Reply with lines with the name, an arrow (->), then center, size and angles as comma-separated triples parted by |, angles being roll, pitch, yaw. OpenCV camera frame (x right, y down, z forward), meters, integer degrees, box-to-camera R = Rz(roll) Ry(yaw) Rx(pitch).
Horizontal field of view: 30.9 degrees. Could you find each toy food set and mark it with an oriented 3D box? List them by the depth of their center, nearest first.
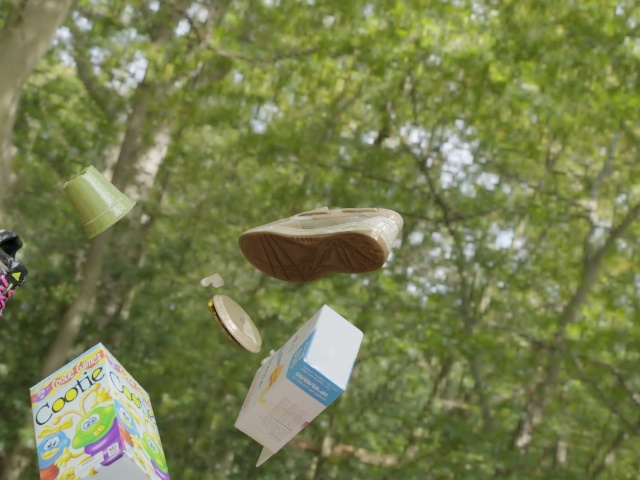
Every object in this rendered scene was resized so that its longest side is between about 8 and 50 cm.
toy food set -> -0.147, 0.147, 1.969 | 0.192, 0.038, 0.132 | 53, 9, 4

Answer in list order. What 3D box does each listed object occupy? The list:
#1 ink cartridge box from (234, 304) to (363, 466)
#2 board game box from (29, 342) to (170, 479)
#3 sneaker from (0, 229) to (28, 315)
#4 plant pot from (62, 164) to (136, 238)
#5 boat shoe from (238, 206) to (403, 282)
ink cartridge box -> -0.035, 0.171, 1.340 | 0.061, 0.104, 0.181 | 37, -55, -10
board game box -> -0.335, 0.310, 1.759 | 0.142, 0.144, 0.275 | 55, 2, -33
sneaker -> -0.397, 0.054, 1.418 | 0.075, 0.170, 0.063 | -12, -34, 6
plant pot -> -0.311, -0.058, 1.594 | 0.079, 0.083, 0.083 | 52, -33, -14
boat shoe -> 0.000, 0.000, 2.160 | 0.341, 0.110, 0.122 | 0, -53, 36
